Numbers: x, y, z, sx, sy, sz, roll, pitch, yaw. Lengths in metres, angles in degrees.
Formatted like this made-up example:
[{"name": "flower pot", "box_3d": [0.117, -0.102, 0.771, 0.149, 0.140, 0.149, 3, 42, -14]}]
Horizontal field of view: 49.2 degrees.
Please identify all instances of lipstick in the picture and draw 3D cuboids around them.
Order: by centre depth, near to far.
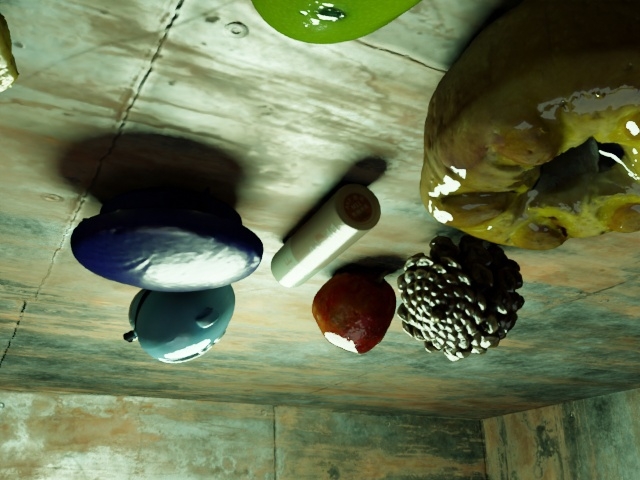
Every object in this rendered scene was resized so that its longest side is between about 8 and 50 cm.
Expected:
[{"name": "lipstick", "box_3d": [0.000, 0.000, 1.032, 0.070, 0.070, 0.254, 8, 156, -22]}]

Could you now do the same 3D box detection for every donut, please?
[{"name": "donut", "box_3d": [0.244, -0.105, 0.682, 0.317, 0.150, 0.299, -16, 154, 33]}]

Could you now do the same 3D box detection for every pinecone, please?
[{"name": "pinecone", "box_3d": [0.229, 0.085, 1.115, 0.208, 0.207, 0.207, -1, 158, 0]}]

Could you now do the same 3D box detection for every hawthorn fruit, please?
[{"name": "hawthorn fruit", "box_3d": [0.068, 0.114, 1.256, 0.148, 0.148, 0.172, 13, 127, -31]}]

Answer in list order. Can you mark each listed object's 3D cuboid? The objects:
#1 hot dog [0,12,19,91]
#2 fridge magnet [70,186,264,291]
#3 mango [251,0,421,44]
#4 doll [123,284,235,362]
[{"name": "hot dog", "box_3d": [-0.298, -0.209, 0.516, 0.083, 0.068, 0.289, -20, 157, -15]}, {"name": "fridge magnet", "box_3d": [-0.212, 0.007, 0.985, 0.266, 0.112, 0.265, 0, 157, 0]}, {"name": "mango", "box_3d": [0.014, -0.214, 0.430, 0.175, 0.143, 0.293, 0, 167, -5]}, {"name": "doll", "box_3d": [-0.243, 0.128, 1.200, 0.141, 0.177, 0.314, 55, 155, -14]}]
